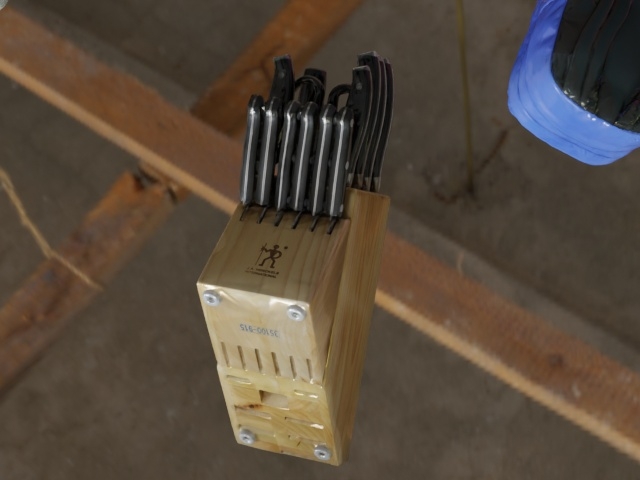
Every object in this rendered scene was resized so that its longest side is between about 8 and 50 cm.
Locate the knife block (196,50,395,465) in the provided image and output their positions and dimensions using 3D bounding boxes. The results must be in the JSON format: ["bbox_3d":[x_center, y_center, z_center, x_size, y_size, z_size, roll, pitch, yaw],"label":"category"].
[{"bbox_3d":[0.000,0.000,1.128,0.088,0.276,0.242,10,-132,19],"label":"knife block"}]

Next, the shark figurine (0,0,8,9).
[{"bbox_3d":[-0.279,-0.245,0.831,0.278,0.116,0.166,18,-91,22],"label":"shark figurine"}]

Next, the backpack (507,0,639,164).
[{"bbox_3d":[0.163,-0.104,0.863,0.098,0.101,0.120,22,-116,-11],"label":"backpack"}]
